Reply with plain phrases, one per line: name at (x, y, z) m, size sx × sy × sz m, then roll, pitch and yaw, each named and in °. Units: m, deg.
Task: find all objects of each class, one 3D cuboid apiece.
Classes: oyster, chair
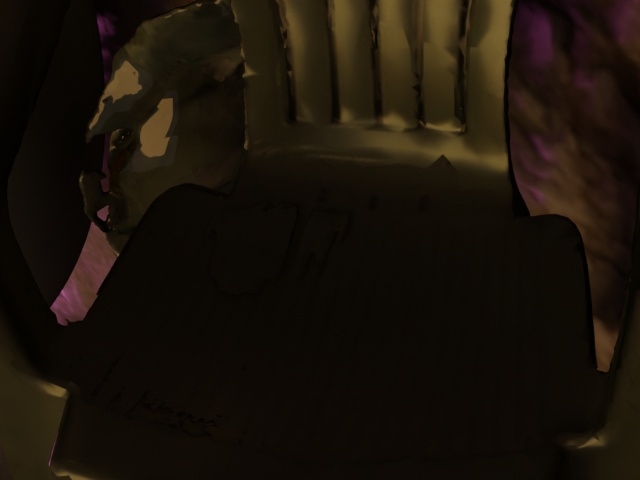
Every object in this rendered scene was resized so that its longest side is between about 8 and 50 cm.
oyster at (0.000, 0.003, 0.579) m, size 0.199 × 0.087 × 0.252 m, roll -25°, pitch 132°, yaw 36°
chair at (0.009, 0.005, 0.427) m, size 0.203 × 0.190 × 0.275 m, roll 6°, pitch 142°, yaw 11°

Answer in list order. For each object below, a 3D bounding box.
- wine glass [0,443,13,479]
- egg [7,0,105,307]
wine glass at (-0.214, 0.145, 1.003) m, size 0.321 × 0.143 × 0.143 m, roll -3°, pitch 127°, yaw 55°
egg at (-0.207, -0.061, 0.612) m, size 0.230 × 0.230 × 0.371 m, roll 35°, pitch 156°, yaw 17°
